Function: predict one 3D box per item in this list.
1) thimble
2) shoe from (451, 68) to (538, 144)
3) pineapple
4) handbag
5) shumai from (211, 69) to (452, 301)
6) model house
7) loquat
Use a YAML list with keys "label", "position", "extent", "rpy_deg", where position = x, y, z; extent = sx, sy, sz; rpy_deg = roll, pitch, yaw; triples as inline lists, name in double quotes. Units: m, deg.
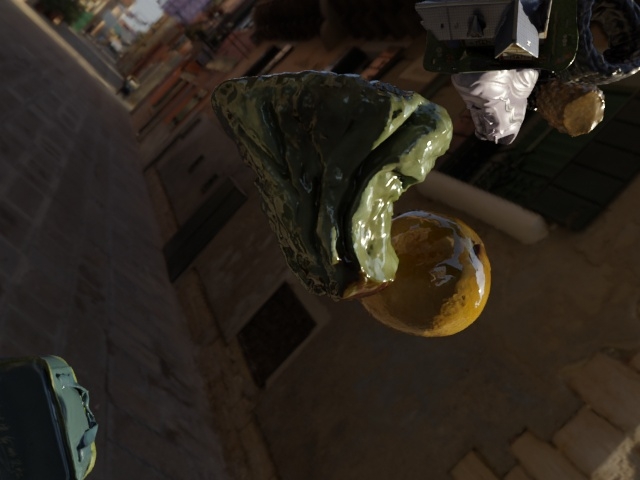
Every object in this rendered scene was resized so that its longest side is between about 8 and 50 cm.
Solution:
- label: "thimble"
  position: [0.311, -0.226, 0.735]
  extent: [0.095, 0.105, 0.066]
  rpy_deg: [7, -1, -12]
- label: "shoe"
  position: [0.281, -0.229, 1.100]
  extent: [0.095, 0.138, 0.245]
  rpy_deg: [15, 15, 35]
- label: "pineapple"
  position: [0.440, -0.288, 1.292]
  extent: [0.111, 0.119, 0.237]
  rpy_deg: [20, 22, -31]
- label: "handbag"
  position: [-0.490, 0.317, 1.072]
  extent: [0.241, 0.222, 0.263]
  rpy_deg: [134, -59, -75]
- label: "shumai"
  position: [-0.003, -0.055, 0.861]
  extent: [0.303, 0.264, 0.309]
  rpy_deg: [8, -8, -19]
- label: "model house"
  position: [0.180, -0.238, 0.679]
  extent: [0.166, 0.117, 0.088]
  rpy_deg: [7, 0, 19]
- label: "loquat"
  position: [0.193, 0.067, 1.278]
  extent: [0.263, 0.263, 0.263]
  rpy_deg: [44, 0, 0]
